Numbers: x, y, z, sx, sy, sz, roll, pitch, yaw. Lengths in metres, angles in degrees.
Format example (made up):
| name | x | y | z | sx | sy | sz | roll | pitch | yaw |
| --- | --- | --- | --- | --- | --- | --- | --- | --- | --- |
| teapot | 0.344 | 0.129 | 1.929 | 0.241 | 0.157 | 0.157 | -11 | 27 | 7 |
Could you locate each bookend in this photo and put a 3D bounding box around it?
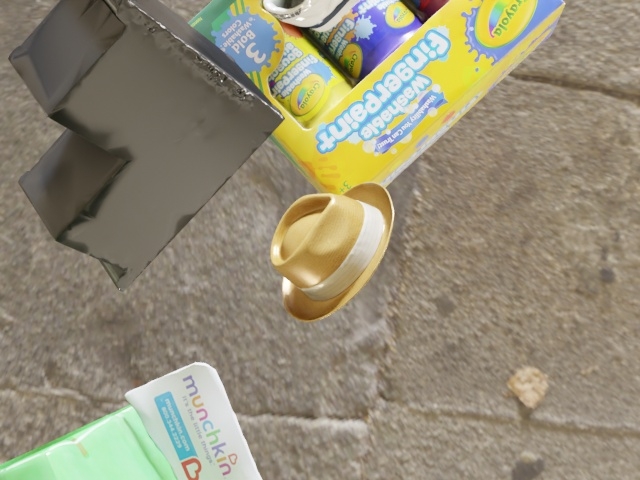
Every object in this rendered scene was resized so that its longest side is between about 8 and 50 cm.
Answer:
| name | x | y | z | sx | sy | sz | roll | pitch | yaw |
| --- | --- | --- | --- | --- | --- | --- | --- | --- | --- |
| bookend | -0.130 | -0.067 | 0.614 | 0.157 | 0.072 | 0.156 | -47 | 145 | 9 |

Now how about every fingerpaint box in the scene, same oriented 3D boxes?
| name | x | y | z | sx | sy | sz | roll | pitch | yaw |
| --- | --- | --- | --- | --- | --- | --- | --- | --- | --- |
| fingerpaint box | 0.077 | -0.316 | 1.581 | 0.445 | 0.163 | 0.371 | -42 | 82 | -2 |

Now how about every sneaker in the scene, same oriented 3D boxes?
| name | x | y | z | sx | sy | sz | roll | pitch | yaw |
| --- | --- | --- | --- | --- | --- | --- | --- | --- | --- |
| sneaker | 0.026 | -0.354 | 1.305 | 0.095 | 0.090 | 0.235 | 6 | 141 | -43 |

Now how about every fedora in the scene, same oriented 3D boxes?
| name | x | y | z | sx | sy | sz | roll | pitch | yaw |
| --- | --- | --- | --- | --- | --- | --- | --- | --- | --- |
| fedora | 0.000 | 0.000 | 1.228 | 0.079 | 0.194 | 0.194 | 32 | 97 | -30 |

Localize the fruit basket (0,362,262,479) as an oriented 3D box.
| name | x | y | z | sx | sy | sz | roll | pitch | yaw |
| --- | --- | --- | --- | --- | --- | --- | --- | --- | --- |
| fruit basket | -0.101 | 0.275 | 0.580 | 0.327 | 0.165 | 0.353 | -28 | 93 | 29 |
